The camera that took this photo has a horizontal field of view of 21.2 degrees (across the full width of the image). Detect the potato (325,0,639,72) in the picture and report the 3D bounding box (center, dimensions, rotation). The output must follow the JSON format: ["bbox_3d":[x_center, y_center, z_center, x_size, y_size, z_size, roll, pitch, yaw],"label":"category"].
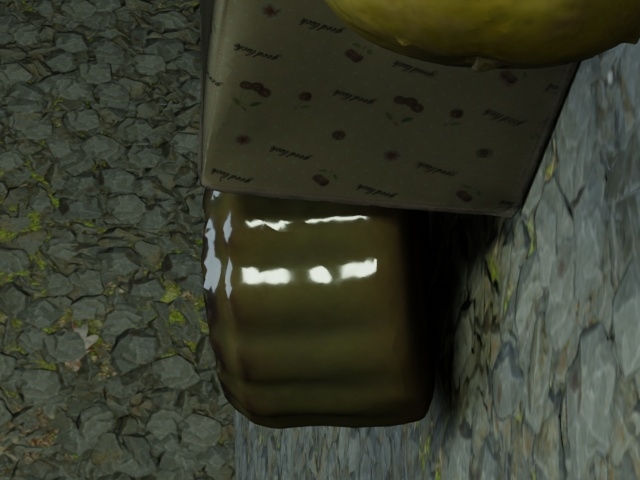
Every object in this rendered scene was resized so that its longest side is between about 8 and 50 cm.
[{"bbox_3d":[0.062,-0.223,0.790,0.397,0.289,0.296,-157,69,-79],"label":"potato"}]

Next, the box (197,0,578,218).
[{"bbox_3d":[0.043,-0.184,1.079,0.297,0.225,0.190,104,167,-50],"label":"box"}]

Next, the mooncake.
[{"bbox_3d":[0.000,0.000,1.306,0.290,0.161,0.290,-3,-90,-84],"label":"mooncake"}]
